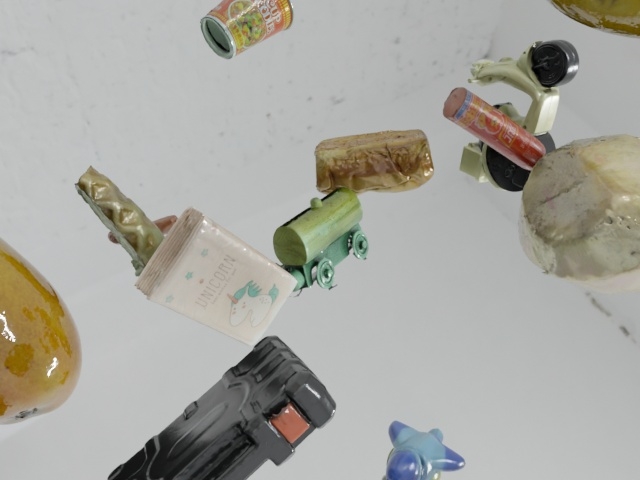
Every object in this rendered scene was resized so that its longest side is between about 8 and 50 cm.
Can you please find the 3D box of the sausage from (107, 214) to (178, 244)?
[{"bbox_3d":[-0.397,-0.021,1.576,0.043,0.186,0.043,-12,90,-69],"label":"sausage"}]

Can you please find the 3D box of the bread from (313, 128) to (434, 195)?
[{"bbox_3d":[0.130,-0.191,1.752,0.166,0.295,0.132,-87,166,-59],"label":"bread"}]

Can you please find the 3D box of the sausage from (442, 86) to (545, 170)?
[{"bbox_3d":[0.381,-0.225,1.496,0.274,0.074,0.074,29,-8,-23],"label":"sausage"}]

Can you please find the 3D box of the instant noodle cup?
[{"bbox_3d":[-0.212,-0.609,1.944,0.193,0.212,0.193,38,-25,21],"label":"instant noodle cup"}]

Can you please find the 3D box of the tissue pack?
[{"bbox_3d":[-0.179,0.076,1.300,0.071,0.170,0.325,32,-4,35],"label":"tissue pack"}]

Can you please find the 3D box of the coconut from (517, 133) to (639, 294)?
[{"bbox_3d":[0.592,-0.045,1.446,0.352,0.353,0.352,50,-25,34],"label":"coconut"}]

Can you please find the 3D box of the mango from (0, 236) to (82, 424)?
[{"bbox_3d":[-0.532,0.119,1.119,0.378,0.221,0.264,60,0,-5],"label":"mango"}]

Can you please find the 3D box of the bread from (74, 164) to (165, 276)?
[{"bbox_3d":[-0.364,-0.035,1.312,0.232,0.088,0.128,54,-24,-16],"label":"bread"}]

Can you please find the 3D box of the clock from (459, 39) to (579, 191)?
[{"bbox_3d":[0.464,-0.307,1.714,0.276,0.120,0.378,31,-55,44],"label":"clock"}]

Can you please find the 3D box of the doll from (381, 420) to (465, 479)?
[{"bbox_3d":[0.192,0.576,1.690,0.187,0.365,0.376,37,-21,0],"label":"doll"}]

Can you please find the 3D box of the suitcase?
[{"bbox_3d":[-0.123,0.241,0.826,0.066,0.285,0.206,51,-9,-15],"label":"suitcase"}]

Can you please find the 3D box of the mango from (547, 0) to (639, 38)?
[{"bbox_3d":[0.544,-0.466,1.205,0.365,0.252,0.182,11,-27,10],"label":"mango"}]

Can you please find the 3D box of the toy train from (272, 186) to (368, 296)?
[{"bbox_3d":[-0.007,-0.001,1.597,0.126,0.307,0.189,-13,-75,38],"label":"toy train"}]
